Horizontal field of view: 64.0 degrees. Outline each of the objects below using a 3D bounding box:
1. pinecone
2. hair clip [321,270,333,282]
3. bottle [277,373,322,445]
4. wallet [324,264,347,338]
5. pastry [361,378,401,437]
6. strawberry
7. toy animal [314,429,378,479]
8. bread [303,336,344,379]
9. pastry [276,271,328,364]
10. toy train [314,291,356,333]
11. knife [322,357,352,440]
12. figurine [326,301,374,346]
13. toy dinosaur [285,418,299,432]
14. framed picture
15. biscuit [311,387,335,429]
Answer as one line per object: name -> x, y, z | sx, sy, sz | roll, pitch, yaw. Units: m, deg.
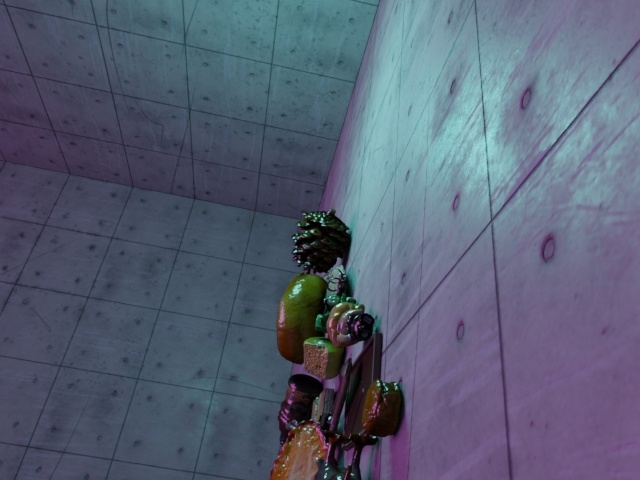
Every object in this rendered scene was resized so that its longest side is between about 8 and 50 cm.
pinecone -> 0.000, 0.000, 1.980 | 0.224, 0.224, 0.273 | -92, 17, -70
hair clip -> 0.036, 0.202, 2.245 | 0.138, 0.102, 0.123 | -41, -20, -38
bottle -> -0.080, 0.656, 1.942 | 0.156, 0.143, 0.271 | 20, 98, 46
wallet -> 0.043, 0.233, 1.774 | 0.275, 0.068, 0.335 | -68, -14, -79
pastry -> 0.110, 0.302, 0.928 | 0.109, 0.057, 0.097 | 142, 140, -81
strawberry -> -0.028, 0.601, 1.338 | 0.237, 0.190, 0.111 | -83, -24, -45
toy animal -> 0.038, 0.473, 1.001 | 0.298, 0.122, 0.185 | 107, 172, -62
bread -> 0.013, 0.362, 1.613 | 0.111, 0.129, 0.114 | -4, -75, -50
pastry -> -0.055, 0.292, 1.934 | 0.356, 0.163, 0.356 | 9, -90, -75
toy train -> 0.049, 0.226, 1.572 | 0.178, 0.104, 0.071 | 107, 176, -49
knife -> 0.041, 0.435, 1.351 | 0.089, 0.043, 0.365 | -85, 3, -50
figurine -> 0.077, 0.212, 1.270 | 0.196, 0.108, 0.114 | 150, 127, -80
toy dinosaur -> -0.011, 0.657, 1.528 | 0.383, 0.076, 0.129 | 11, 122, 61
framed picture -> 0.094, 0.366, 1.211 | 0.289, 0.020, 0.211 | 109, 171, -58
biscuit -> 0.002, 0.572, 1.661 | 0.250, 0.046, 0.147 | 109, 170, -59
